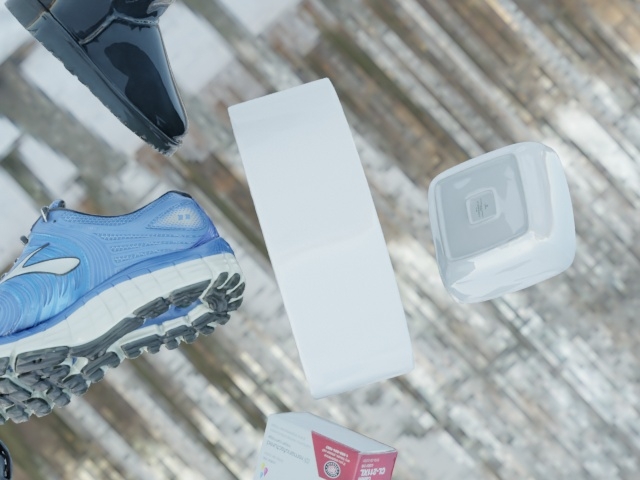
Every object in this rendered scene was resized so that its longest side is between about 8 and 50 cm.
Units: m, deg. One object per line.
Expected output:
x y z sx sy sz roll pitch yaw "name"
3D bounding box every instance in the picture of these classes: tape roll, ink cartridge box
0.000 0.000 1.573 0.100 0.286 0.286 -17 -178 -2 "tape roll"
-0.007 0.282 1.795 0.072 0.127 0.175 4 102 -54 "ink cartridge box"

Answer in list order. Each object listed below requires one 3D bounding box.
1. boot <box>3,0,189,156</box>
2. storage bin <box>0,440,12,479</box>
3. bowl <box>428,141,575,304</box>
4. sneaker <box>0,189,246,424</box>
-0.137 -0.210 1.547 0.207 0.246 0.094 -42 -135 2 "boot"
-0.279 0.141 0.975 0.084 0.180 0.122 -6 -122 41 "storage bin"
0.163 -0.023 1.618 0.142 0.142 0.053 -20 150 26 "bowl"
-0.237 0.055 1.540 0.330 0.147 0.130 -22 149 -2 "sneaker"
